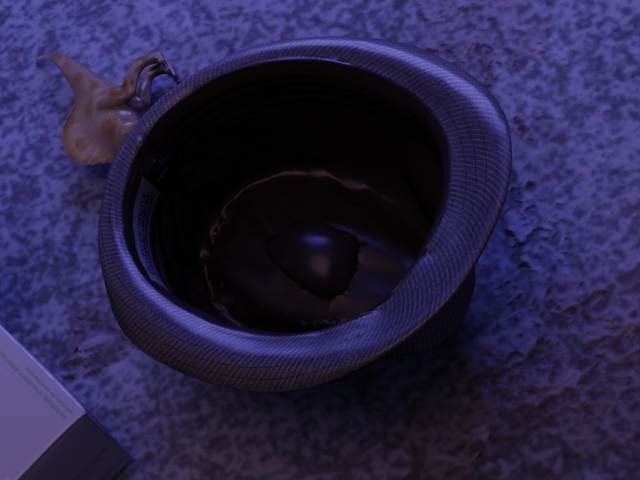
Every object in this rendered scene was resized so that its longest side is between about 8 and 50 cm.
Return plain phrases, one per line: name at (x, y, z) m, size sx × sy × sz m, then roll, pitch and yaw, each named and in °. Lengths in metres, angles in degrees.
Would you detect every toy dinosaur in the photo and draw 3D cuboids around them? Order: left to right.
toy dinosaur at (-0.140, -0.093, 1.184) m, size 0.092 × 0.053 × 0.183 m, roll -32°, pitch 60°, yaw 1°

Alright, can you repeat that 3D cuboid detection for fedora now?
fedora at (0.000, 0.000, 1.053) m, size 0.275 × 0.124 × 0.244 m, roll 11°, pitch 65°, yaw 30°

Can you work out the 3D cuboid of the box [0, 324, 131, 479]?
box at (-0.195, 0.126, 1.068) m, size 0.102 × 0.087 × 0.101 m, roll -45°, pitch 61°, yaw -9°
